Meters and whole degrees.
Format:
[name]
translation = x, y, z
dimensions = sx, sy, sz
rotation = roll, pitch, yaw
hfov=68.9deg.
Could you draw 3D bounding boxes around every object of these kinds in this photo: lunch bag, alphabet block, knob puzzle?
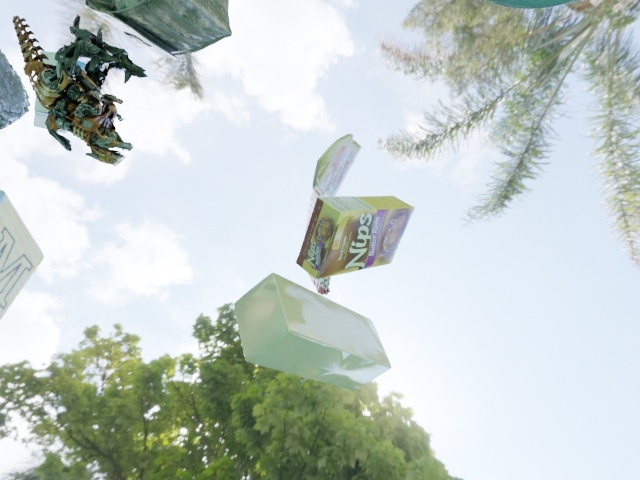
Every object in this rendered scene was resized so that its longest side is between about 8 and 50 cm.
[lunch bag]
translation = -0.415, -0.589, 1.198
dimensions = 0.287, 0.235, 0.169
rotation = -11, -103, 25
[alphabet block]
translation = -0.699, 0.023, 0.897
dimensions = 0.192, 0.197, 0.193
rotation = 9, -132, 6
[knob puzzle]
translation = 0.027, -0.192, 1.206
dimensions = 0.030, 0.213, 0.213
rotation = 32, -90, 19

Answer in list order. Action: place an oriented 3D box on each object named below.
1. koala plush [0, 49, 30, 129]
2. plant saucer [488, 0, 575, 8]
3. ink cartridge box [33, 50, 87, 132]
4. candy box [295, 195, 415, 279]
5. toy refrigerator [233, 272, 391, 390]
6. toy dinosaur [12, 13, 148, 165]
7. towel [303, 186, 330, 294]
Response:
[koala plush]
translation = -0.364, -0.171, 0.305
dimensions = 0.221, 0.203, 0.196
rotation = -4, -85, 0
[plant saucer]
translation = 0.372, -0.519, 0.740
dimensions = 0.318, 0.044, 0.317
rotation = -7, -109, 22
[ink cartridge box]
translation = -0.637, -0.360, 1.155
dimensions = 0.060, 0.104, 0.180
rotation = 11, -84, 17
[candy box]
translation = 0.057, -0.009, 0.708
dimensions = 0.053, 0.187, 0.109
rotation = 37, -61, 36
[toy refrigerator]
translation = -0.007, 0.156, 0.740
dimensions = 0.094, 0.269, 0.102
rotation = -39, -132, 19
[toy dinosaur]
translation = -0.483, -0.304, 0.912
dimensions = 0.218, 0.164, 0.322
rotation = -40, -66, 10
[towel]
translation = 0.000, 0.000, 0.994
dimensions = 0.029, 0.144, 0.197
rotation = -2, -60, -21
